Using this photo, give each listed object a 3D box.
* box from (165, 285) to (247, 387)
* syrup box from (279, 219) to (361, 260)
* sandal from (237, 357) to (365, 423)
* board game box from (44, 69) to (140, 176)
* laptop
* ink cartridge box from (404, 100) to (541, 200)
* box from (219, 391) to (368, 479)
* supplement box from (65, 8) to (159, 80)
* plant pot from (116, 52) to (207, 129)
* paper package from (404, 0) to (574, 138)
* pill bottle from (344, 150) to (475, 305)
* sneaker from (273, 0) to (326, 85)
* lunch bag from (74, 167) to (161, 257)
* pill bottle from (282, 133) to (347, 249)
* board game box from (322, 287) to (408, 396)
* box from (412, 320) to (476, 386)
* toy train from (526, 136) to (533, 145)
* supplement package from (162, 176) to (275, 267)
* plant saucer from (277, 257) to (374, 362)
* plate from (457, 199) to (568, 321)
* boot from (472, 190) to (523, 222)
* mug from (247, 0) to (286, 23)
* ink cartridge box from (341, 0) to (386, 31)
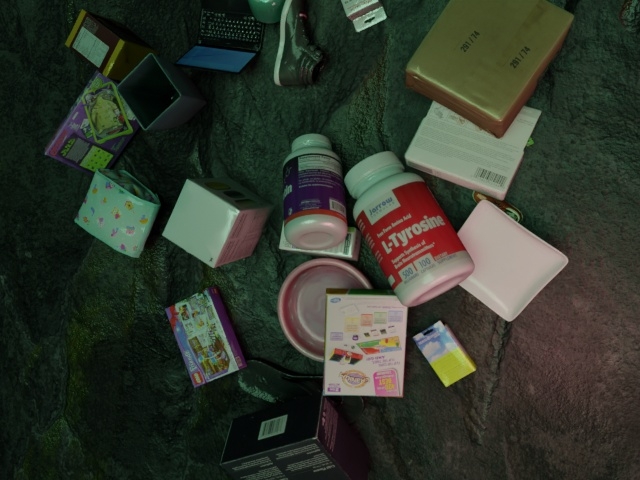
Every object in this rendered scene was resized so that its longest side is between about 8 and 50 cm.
[{"bbox_3d":[-0.391,0.327,1.999,0.201,0.057,0.293,-26,82,24],"label":"box"},{"bbox_3d":[0.000,0.000,1.818,0.237,0.096,0.093,7,84,17],"label":"syrup box"},{"bbox_3d":[-0.078,0.506,1.908,0.446,0.107,0.167,10,99,19],"label":"sandal"},{"bbox_3d":[-0.746,-0.385,1.988,0.347,0.208,0.056,-47,45,17],"label":"board game box"},{"bbox_3d":[-0.310,-0.653,1.831,0.234,0.136,0.264,13,101,17],"label":"laptop"},{"bbox_3d":[0.425,-0.284,1.652,0.296,0.066,0.261,24,81,19],"label":"ink cartridge box"},{"bbox_3d":[-0.072,0.673,1.826,0.343,0.179,0.312,-22,118,20],"label":"box"},{"bbox_3d":[-0.679,-0.630,1.930,0.194,0.191,0.129,39,107,11],"label":"supplement box"},{"bbox_3d":[-0.478,-0.454,1.861,0.166,0.234,0.165,-37,84,18],"label":"plant pot"},{"bbox_3d":[0.436,-0.487,1.548,0.310,0.168,0.324,34,93,12],"label":"paper package"},{"bbox_3d":[0.235,-0.039,1.652,0.229,0.229,0.407,-35,71,19],"label":"pill bottle"},{"bbox_3d":[-0.044,-0.606,1.769,0.147,0.104,0.295,14,107,15],"label":"sneaker"},{"bbox_3d":[-0.672,-0.093,2.014,0.262,0.160,0.223,33,105,18],"label":"lunch bag"},{"bbox_3d":[-0.020,-0.145,1.724,0.182,0.181,0.322,-14,62,20],"label":"pill bottle"},{"bbox_3d":[0.130,0.302,1.740,0.242,0.064,0.316,2,101,-1],"label":"board game box"},{"bbox_3d":[0.372,0.336,1.768,0.109,0.042,0.178,-36,84,18],"label":"box"},{"bbox_3d":[0.555,-0.264,1.646,0.083,0.017,0.023,-23,100,20],"label":"toy train"},{"bbox_3d":[-0.310,-0.065,1.835,0.199,0.263,0.198,31,106,12],"label":"supplement package"},{"bbox_3d":[0.030,0.215,1.849,0.332,0.084,0.332,3,98,19],"label":"plant saucer"},{"bbox_3d":[0.500,0.054,1.650,0.277,0.045,0.278,38,130,12],"label":"plate"},{"bbox_3d":[0.496,-0.098,1.652,0.158,0.085,0.059,34,108,14],"label":"boot"},{"bbox_3d":[-0.165,-0.745,1.769,0.129,0.097,0.158,-43,74,-6],"label":"mug"},{"bbox_3d":[0.113,-0.718,1.718,0.104,0.060,0.180,-20,90,19],"label":"ink cartridge box"}]
